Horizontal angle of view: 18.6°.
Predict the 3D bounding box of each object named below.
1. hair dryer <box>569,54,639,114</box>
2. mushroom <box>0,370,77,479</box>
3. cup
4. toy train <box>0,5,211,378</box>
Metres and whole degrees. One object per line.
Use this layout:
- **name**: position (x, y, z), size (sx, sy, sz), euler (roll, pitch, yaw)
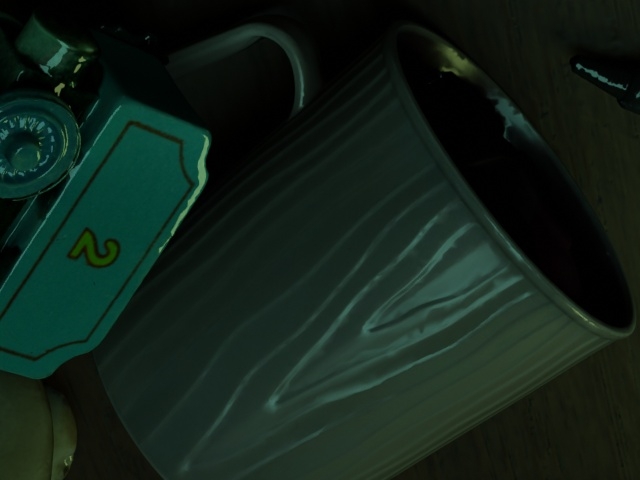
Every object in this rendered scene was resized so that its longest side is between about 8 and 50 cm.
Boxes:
- **hair dryer**: position (0.257, -0.089, 1.212), size (0.195, 0.050, 0.173), euler (32, 113, -20)
- **mushroom**: position (-0.241, 0.136, 1.259), size (0.204, 0.204, 0.204), euler (-2, 124, -3)
- **cup**: position (0.002, 0.012, 1.160), size (0.273, 0.208, 0.288), euler (-37, 120, 21)
- **toy train**: position (-0.161, -0.027, 1.066), size (0.163, 0.112, 0.203), euler (21, 114, -38)
